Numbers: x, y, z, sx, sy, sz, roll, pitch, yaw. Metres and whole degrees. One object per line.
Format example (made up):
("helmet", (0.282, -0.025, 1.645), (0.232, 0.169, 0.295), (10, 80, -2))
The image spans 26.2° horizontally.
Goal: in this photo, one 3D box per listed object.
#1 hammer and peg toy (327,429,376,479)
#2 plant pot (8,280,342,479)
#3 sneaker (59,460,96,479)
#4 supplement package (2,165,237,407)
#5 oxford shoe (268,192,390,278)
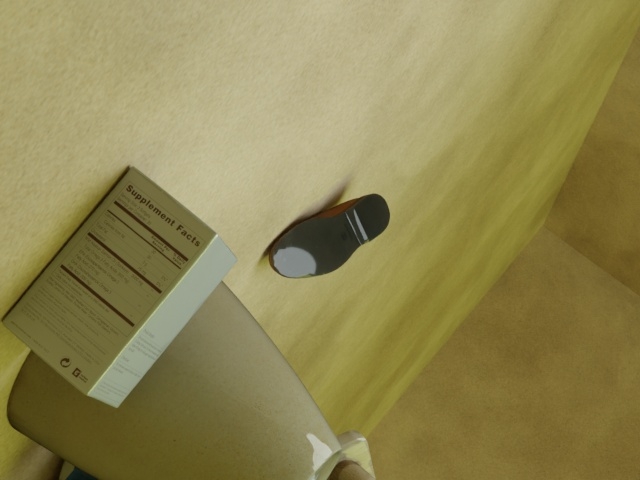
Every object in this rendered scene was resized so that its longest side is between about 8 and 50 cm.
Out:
("hammer and peg toy", (-0.086, 0.375, 1.478), (0.361, 0.127, 0.266), (-21, 116, -21))
("plant pot", (-0.123, 0.173, 1.378), (0.256, 0.274, 0.256), (-49, 167, -15))
("sneaker", (-0.245, 0.261, 1.581), (0.058, 0.084, 0.152), (-36, 154, -51))
("supplement package", (-0.174, 0.044, 1.226), (0.179, 0.105, 0.105), (-51, 166, -7))
("oxford shoe", (0.000, 0.000, 1.826), (0.076, 0.076, 0.212), (-8, -167, 46))
